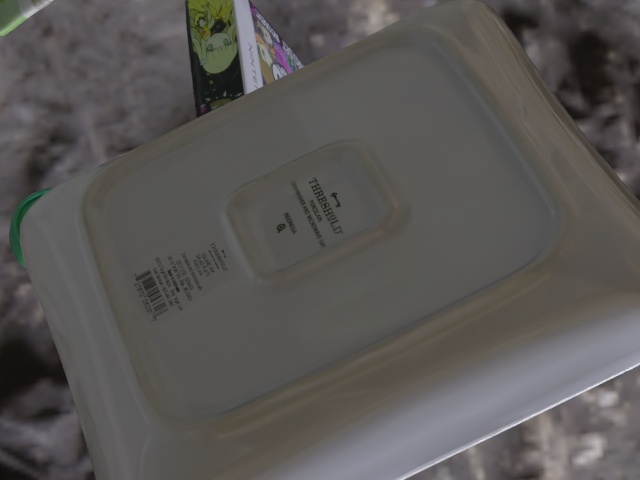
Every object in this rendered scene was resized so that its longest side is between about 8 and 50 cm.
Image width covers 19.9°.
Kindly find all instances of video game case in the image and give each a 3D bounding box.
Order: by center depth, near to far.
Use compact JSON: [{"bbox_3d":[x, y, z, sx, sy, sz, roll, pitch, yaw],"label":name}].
[{"bbox_3d":[-0.024,-0.046,1.308,0.232,0.042,0.210,45,33,-59],"label":"video game case"}]

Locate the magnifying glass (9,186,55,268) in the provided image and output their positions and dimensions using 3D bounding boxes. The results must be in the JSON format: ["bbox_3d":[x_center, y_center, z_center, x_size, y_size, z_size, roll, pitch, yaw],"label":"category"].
[{"bbox_3d":[-0.125,0.002,1.412,0.026,0.231,0.092,113,-24,-44],"label":"magnifying glass"}]

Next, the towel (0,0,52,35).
[{"bbox_3d":[-0.208,-0.240,1.406,0.023,0.152,0.113,25,42,-46],"label":"towel"}]

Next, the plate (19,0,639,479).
[{"bbox_3d":[0.000,0.000,0.845,0.045,0.278,0.277,65,-2,-42],"label":"plate"}]
